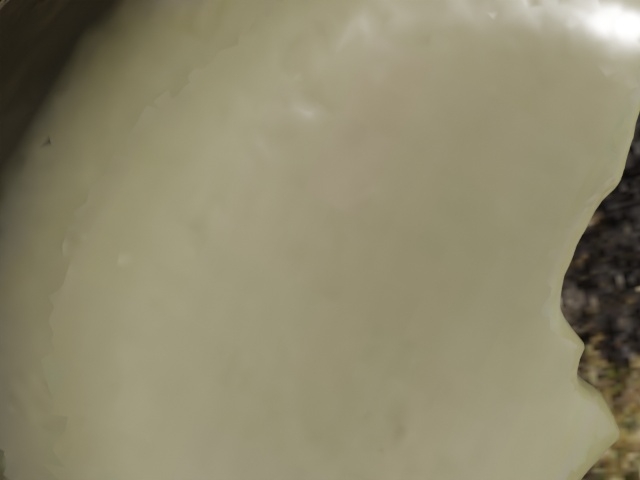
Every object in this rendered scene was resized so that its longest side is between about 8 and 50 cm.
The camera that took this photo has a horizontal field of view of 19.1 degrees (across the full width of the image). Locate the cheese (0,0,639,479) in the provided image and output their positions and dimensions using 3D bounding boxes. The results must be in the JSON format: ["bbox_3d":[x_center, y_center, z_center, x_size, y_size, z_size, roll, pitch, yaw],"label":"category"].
[{"bbox_3d":[0.000,0.000,0.410,0.175,0.091,0.202,28,98,-29],"label":"cheese"}]
